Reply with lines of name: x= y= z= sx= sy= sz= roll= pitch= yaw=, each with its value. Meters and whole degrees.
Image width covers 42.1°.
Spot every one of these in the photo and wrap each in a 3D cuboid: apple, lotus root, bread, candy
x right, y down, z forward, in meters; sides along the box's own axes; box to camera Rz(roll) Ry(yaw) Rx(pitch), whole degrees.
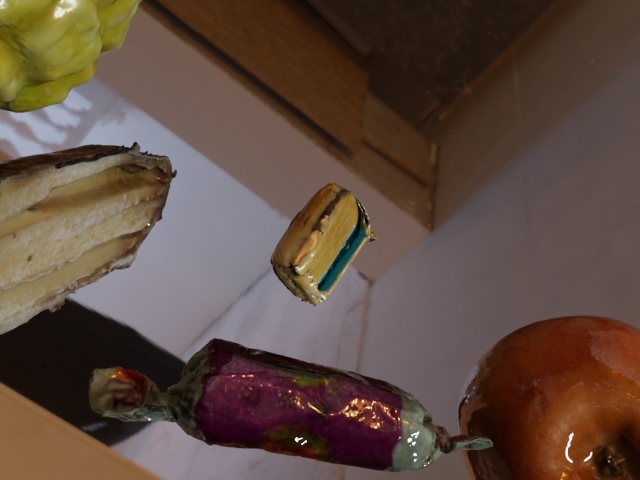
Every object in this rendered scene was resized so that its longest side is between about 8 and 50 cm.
apple: x=0.268 y=0.205 z=0.815 sx=0.251 sy=0.272 sz=0.206 roll=-23 pitch=169 yaw=17
lotus root: x=-0.238 y=-0.022 z=0.728 sx=0.167 sy=0.078 sz=0.329 roll=-64 pitch=168 yaw=20
bread: x=0.000 y=0.000 z=0.768 sx=0.053 sy=0.072 sz=0.106 roll=7 pitch=-127 yaw=43
candy: x=-0.010 y=0.070 z=0.353 sx=0.045 sy=0.174 sz=0.043 roll=-172 pitch=-86 yaw=-79

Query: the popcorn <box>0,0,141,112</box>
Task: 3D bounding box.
popcorn: x=-0.182 y=-0.195 z=0.469 sx=0.237 sy=0.205 sz=0.252 roll=-53 pitch=-171 yaw=45
